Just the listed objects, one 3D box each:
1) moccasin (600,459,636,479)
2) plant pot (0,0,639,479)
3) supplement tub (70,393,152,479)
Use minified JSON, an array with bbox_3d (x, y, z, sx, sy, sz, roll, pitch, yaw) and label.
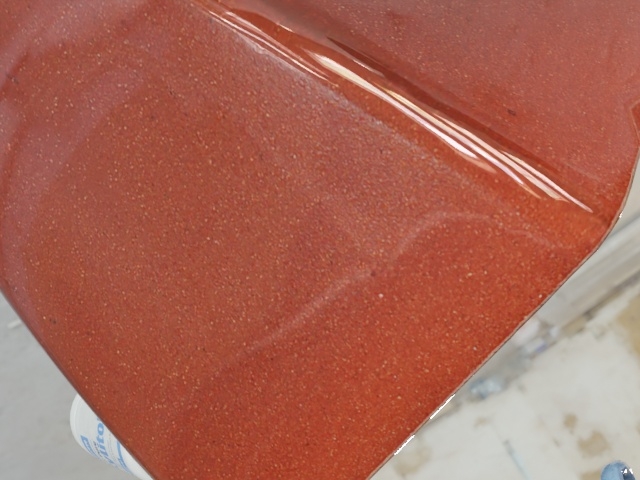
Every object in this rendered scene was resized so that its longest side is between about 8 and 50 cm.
[{"bbox_3d":[0.135,0.090,0.300,0.342,0.117,0.138,-35,-170,2],"label":"moccasin"},{"bbox_3d":[-0.017,-0.058,0.552,0.267,0.235,0.267,-52,-177,39],"label":"plant pot"},{"bbox_3d":[-0.139,0.141,0.901,0.071,0.071,0.107,-16,-169,-33],"label":"supplement tub"}]
